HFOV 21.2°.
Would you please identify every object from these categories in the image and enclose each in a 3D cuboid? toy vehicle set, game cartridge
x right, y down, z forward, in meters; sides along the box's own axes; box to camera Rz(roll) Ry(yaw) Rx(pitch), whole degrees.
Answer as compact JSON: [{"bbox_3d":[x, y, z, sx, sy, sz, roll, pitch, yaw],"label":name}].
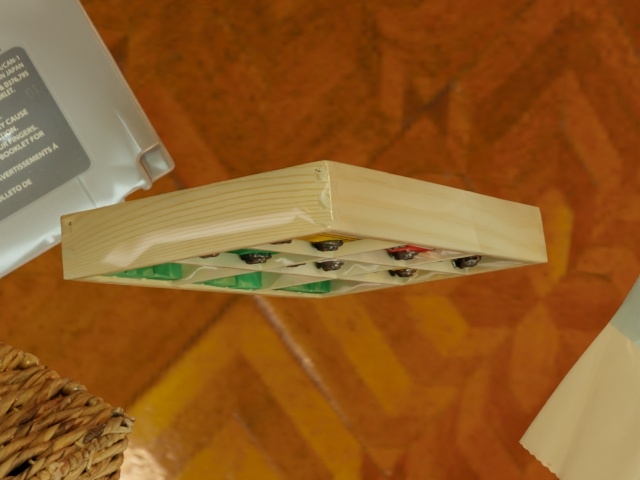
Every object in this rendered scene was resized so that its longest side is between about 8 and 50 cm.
[{"bbox_3d":[0.000,0.000,0.974,0.267,0.166,0.035,8,74,-59],"label":"toy vehicle set"},{"bbox_3d":[-0.268,-0.054,1.122,0.297,0.062,0.198,-31,110,-6],"label":"game cartridge"}]

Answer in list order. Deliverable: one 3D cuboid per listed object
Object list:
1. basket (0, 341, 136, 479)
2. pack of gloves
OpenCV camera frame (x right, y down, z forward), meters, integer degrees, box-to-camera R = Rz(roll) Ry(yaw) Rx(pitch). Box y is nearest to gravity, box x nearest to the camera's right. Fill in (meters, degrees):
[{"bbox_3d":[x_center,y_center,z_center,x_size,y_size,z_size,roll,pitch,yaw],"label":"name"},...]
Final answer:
[{"bbox_3d":[-0.309,0.225,1.234,0.299,0.213,0.223,-32,141,-52],"label":"basket"},{"bbox_3d":[0.252,0.082,0.970,0.046,0.195,0.232,21,106,-52],"label":"pack of gloves"}]
